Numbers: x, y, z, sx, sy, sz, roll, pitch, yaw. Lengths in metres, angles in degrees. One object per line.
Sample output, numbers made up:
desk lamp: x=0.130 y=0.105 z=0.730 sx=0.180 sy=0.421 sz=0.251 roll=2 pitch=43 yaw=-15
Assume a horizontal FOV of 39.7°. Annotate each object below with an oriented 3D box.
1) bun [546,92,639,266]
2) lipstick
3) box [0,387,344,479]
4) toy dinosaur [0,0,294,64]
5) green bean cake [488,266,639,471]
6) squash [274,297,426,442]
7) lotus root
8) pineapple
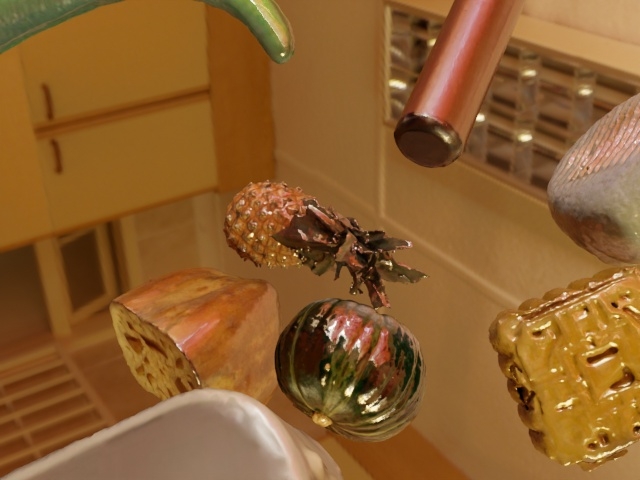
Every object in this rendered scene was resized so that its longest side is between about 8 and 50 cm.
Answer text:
bun: x=0.507 y=-0.098 z=1.307 sx=0.211 sy=0.362 sz=0.362 roll=47 pitch=-24 yaw=-13
lipstick: x=0.143 y=-0.205 z=0.734 sx=0.057 sy=0.357 sz=0.057 roll=19 pitch=-30 yaw=11
box: x=-0.120 y=0.306 z=0.360 sx=0.111 sy=0.396 sz=0.396 roll=45 pitch=20 yaw=-60
toy dinosaur: x=-0.291 y=-0.045 z=0.500 sx=0.500 sy=0.144 sz=0.374 roll=25 pitch=-94 yaw=31
green bean cake: x=0.359 y=0.164 z=1.161 sx=0.131 sy=0.229 sz=0.224 roll=34 pitch=33 yaw=-81
squash: x=0.041 y=0.175 z=1.209 sx=0.218 sy=0.172 sz=0.218 roll=31 pitch=-11 yaw=7
lotus root: x=-0.198 y=0.194 z=1.533 sx=0.316 sy=0.250 sz=0.316 roll=26 pitch=-47 yaw=31
pineapple: x=-0.001 y=-0.003 z=1.450 sx=0.364 sy=0.165 sz=0.166 roll=17 pitch=-58 yaw=44
